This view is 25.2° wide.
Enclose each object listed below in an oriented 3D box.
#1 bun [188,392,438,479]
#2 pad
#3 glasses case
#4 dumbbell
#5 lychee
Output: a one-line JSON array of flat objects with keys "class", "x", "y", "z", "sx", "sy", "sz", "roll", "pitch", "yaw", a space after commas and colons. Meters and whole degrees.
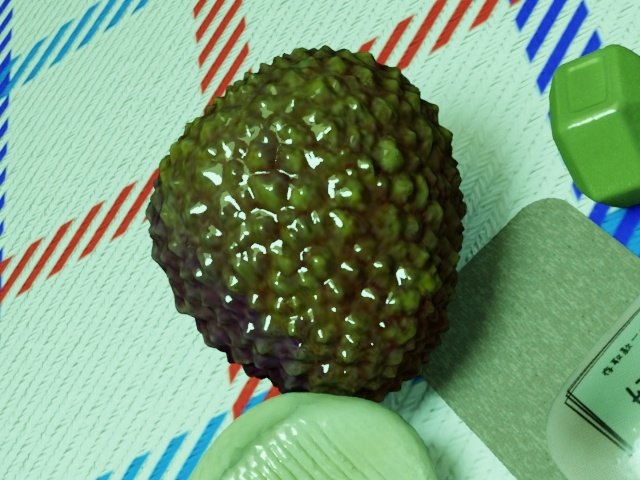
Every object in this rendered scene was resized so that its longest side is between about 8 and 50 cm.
[{"class": "bun", "x": -0.011, "y": 0.191, "z": 0.996, "sx": 0.188, "sy": 0.164, "sz": 0.111, "roll": -50, "pitch": 5, "yaw": -13}, {"class": "pad", "x": 0.176, "y": 0.081, "z": 1.031, "sx": 0.176, "sy": 0.002, "sz": 0.266, "roll": -45, "pitch": 41, "yaw": 2}, {"class": "glasses case", "x": 0.275, "y": 0.049, "z": 0.912, "sx": 0.314, "sy": 0.075, "sz": 0.122, "roll": -45, "pitch": 41, "yaw": -2}, {"class": "dumbbell", "x": 0.309, "y": -0.116, "z": 0.994, "sx": 0.302, "sy": 0.108, "sz": 0.121, "roll": -21, "pitch": 47, "yaw": 27}, {"class": "lychee", "x": 0.000, "y": 0.000, "z": 1.078, "sx": 0.271, "sy": 0.271, "sz": 0.271, "roll": -23, "pitch": 46, "yaw": 26}]
